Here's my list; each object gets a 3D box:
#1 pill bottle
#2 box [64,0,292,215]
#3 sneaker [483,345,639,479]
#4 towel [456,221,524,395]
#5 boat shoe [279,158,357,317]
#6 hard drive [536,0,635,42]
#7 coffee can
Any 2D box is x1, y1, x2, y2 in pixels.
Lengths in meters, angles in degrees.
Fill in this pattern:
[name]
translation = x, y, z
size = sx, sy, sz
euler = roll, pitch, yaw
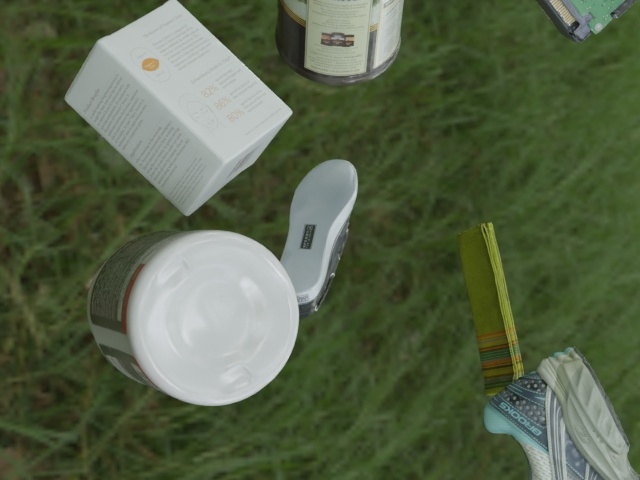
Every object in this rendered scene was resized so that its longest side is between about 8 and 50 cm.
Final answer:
[pill bottle]
translation = -0.138, 0.070, 1.446
size = 0.283, 0.161, 0.161
euler = -178, -92, -71
[box]
translation = -0.139, -0.133, 1.441
size = 0.170, 0.091, 0.130
euler = 44, 42, 4
[sneaker]
translation = 0.240, 0.244, 1.309
size = 0.283, 0.122, 0.110
euler = 65, 9, 8
[towel]
translation = 0.233, 0.098, 2.048
size = 0.021, 0.102, 0.237
euler = -7, 82, -24
[boat shoe]
translation = 0.000, 0.000, 1.888
size = 0.076, 0.080, 0.228
euler = 78, 20, -52
[hard drive]
translation = 0.325, -0.404, 1.534
size = 0.237, 0.339, 0.064
euler = 46, 0, -27
[coffee can]
translation = 0.033, -0.400, 2.228
size = 0.275, 0.201, 0.201
euler = 94, 6, -55
